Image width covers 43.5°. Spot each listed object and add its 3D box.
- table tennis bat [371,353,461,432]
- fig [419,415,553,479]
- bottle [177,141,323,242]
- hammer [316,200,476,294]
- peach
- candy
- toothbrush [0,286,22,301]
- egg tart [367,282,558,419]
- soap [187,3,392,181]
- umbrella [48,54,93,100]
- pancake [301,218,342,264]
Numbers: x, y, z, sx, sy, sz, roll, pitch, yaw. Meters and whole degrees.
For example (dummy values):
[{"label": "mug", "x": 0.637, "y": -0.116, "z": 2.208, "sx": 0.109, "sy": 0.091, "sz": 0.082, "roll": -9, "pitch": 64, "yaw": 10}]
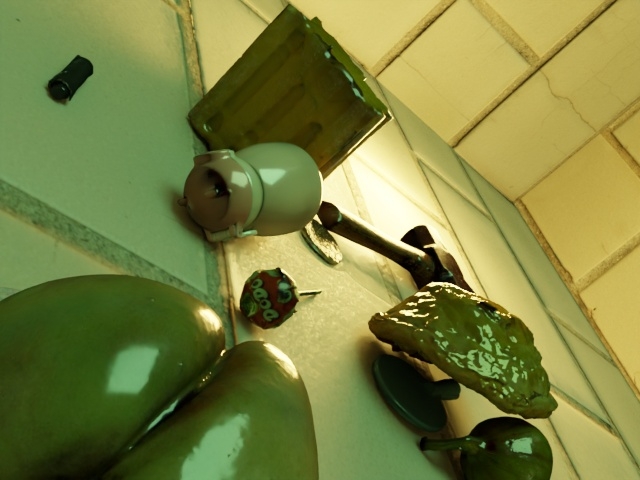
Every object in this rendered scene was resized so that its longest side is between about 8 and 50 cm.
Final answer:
[{"label": "table tennis bat", "x": 0.169, "y": 0.250, "z": 1.335, "sx": 0.244, "sy": 0.040, "sz": 0.153, "roll": 12, "pitch": 36, "yaw": -55}, {"label": "fig", "x": 0.275, "y": 0.330, "z": 1.248, "sx": 0.148, "sy": 0.142, "sz": 0.186, "roll": 21, "pitch": -21, "yaw": 47}, {"label": "bottle", "x": -0.112, "y": -0.073, "z": 1.208, "sx": 0.148, "sy": 0.147, "sz": 0.236, "roll": 53, "pitch": 28, "yaw": 14}, {"label": "hammer", "x": 0.152, "y": 0.017, "z": 1.666, "sx": 0.408, "sy": 0.095, "sz": 0.243, "roll": 28, "pitch": 28, "yaw": -39}, {"label": "peach", "x": -0.138, "y": 0.158, "z": 0.577, "sx": 0.292, "sy": 0.248, "sz": 0.292, "roll": 32, "pitch": -4, "yaw": 3}, {"label": "candy", "x": -0.039, "y": 0.078, "z": 1.186, "sx": 0.078, "sy": 0.084, "sz": 0.287, "roll": 48, "pitch": 12, "yaw": 12}, {"label": "toothbrush", "x": -0.235, "y": 0.078, "z": 0.817, "sx": 0.375, "sy": 0.037, "sz": 0.028, "roll": 20, "pitch": 33, "yaw": -51}, {"label": "egg tart", "x": 0.252, "y": 0.171, "z": 1.327, "sx": 0.351, "sy": 0.153, "sz": 0.339, "roll": 24, "pitch": 3, "yaw": -32}, {"label": "soap", "x": -0.051, "y": -0.210, "z": 1.372, "sx": 0.259, "sy": 0.281, "sz": 0.143, "roll": 55, "pitch": 18, "yaw": 15}, {"label": "umbrella", "x": -0.357, "y": -0.233, "z": 1.147, "sx": 0.036, "sy": 0.031, "sz": 0.133, "roll": 17, "pitch": 27, "yaw": -8}, {"label": "pancake", "x": 0.001, "y": -0.001, "z": 1.488, "sx": 0.115, "sy": 0.011, "sz": 0.115, "roll": 41, "pitch": 21, "yaw": -19}]
